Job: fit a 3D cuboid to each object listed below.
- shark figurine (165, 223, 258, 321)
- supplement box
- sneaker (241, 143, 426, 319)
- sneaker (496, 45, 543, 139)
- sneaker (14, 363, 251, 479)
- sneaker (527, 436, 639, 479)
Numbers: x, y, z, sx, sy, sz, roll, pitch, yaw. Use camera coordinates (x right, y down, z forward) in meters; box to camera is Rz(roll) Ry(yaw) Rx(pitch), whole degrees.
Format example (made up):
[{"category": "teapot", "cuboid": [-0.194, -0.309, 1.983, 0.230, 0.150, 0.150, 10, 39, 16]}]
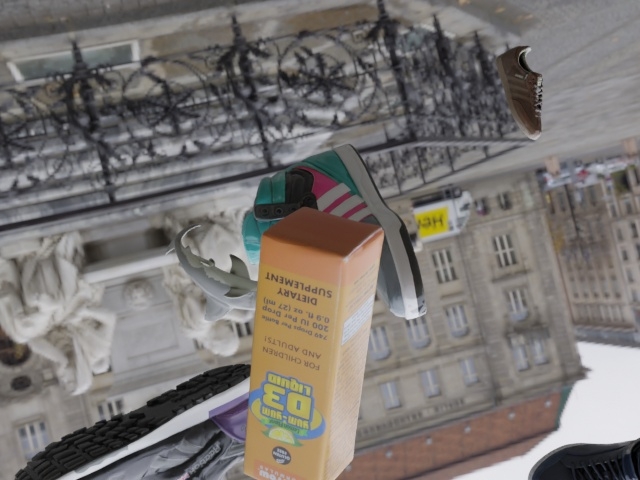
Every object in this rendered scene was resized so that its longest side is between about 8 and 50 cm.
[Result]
[{"category": "shark figurine", "cuboid": [-0.201, 0.081, 1.348, 0.278, 0.116, 0.166, 29, -157, 16]}, {"category": "supplement box", "cuboid": [-0.008, 0.097, 0.617, 0.078, 0.233, 0.080, 15, -154, 21]}, {"category": "sneaker", "cuboid": [0.000, 0.000, 0.899, 0.178, 0.124, 0.295, -18, -139, -7]}, {"category": "sneaker", "cuboid": [0.407, -0.294, 1.470, 0.071, 0.188, 0.066, -25, 169, 37]}, {"category": "sneaker", "cuboid": [-0.169, 0.239, 0.781, 0.283, 0.124, 0.107, -20, -171, -34]}, {"category": "sneaker", "cuboid": [0.414, 0.325, 1.052, 0.226, 0.086, 0.163, -14, 167, 1]}]
